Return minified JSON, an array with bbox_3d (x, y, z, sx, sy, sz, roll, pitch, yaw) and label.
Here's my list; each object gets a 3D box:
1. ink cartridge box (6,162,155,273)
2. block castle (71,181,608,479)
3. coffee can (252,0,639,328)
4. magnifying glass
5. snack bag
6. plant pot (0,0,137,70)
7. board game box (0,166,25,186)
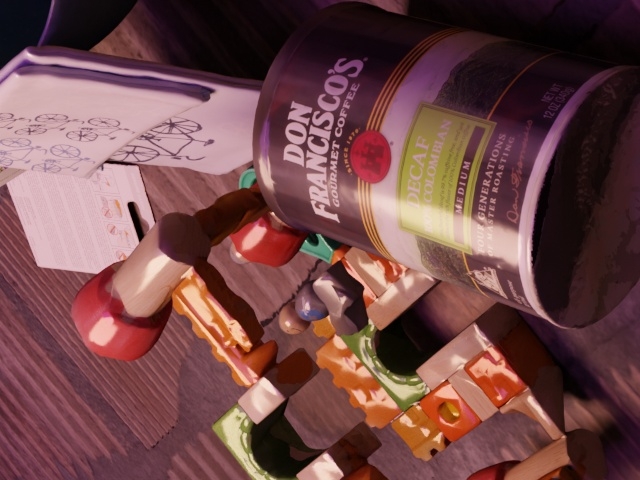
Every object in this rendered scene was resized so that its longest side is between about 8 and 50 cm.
[{"bbox_3d":[-0.294,-0.040,1.745,0.225,0.056,0.181,4,126,26],"label":"ink cartridge box"},{"bbox_3d":[0.017,0.146,1.258,0.453,0.303,0.213,50,136,6],"label":"block castle"},{"bbox_3d":[0.113,-0.067,1.070,0.275,0.201,0.201,20,135,38],"label":"coffee can"},{"bbox_3d":[0.000,0.000,1.428,0.231,0.026,0.092,39,144,19],"label":"magnifying glass"},{"bbox_3d":[-0.174,-0.108,1.304,0.323,0.343,0.037,-19,70,58],"label":"snack bag"},{"bbox_3d":[-0.268,-0.299,1.296,0.290,0.195,0.290,14,112,38],"label":"plant pot"},{"bbox_3d":[-0.421,-0.222,1.627,0.142,0.144,0.275,26,137,34],"label":"board game box"}]
